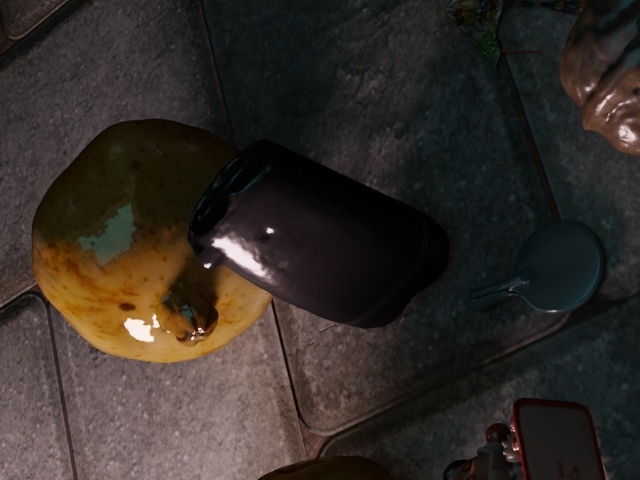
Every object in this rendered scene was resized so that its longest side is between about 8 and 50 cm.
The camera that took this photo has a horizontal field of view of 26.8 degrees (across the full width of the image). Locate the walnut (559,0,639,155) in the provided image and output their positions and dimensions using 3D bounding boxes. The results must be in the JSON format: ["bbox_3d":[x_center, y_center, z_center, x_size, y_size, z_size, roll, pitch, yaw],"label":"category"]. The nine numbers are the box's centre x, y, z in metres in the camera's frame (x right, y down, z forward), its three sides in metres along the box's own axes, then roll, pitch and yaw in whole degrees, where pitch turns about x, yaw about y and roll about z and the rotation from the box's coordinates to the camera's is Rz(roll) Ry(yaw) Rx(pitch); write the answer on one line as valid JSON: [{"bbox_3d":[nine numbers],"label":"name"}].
[{"bbox_3d":[0.400,-0.214,1.625,0.224,0.224,0.224,-10,74,38],"label":"walnut"}]

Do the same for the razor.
[{"bbox_3d":[0.001,0.001,1.819,0.204,0.349,0.113,-50,37,24],"label":"razor"}]

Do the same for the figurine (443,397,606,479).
[{"bbox_3d":[0.223,0.318,1.694,0.226,0.160,0.183,-27,63,42],"label":"figurine"}]

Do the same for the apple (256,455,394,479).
[{"bbox_3d":[0.004,0.401,1.812,0.237,0.237,0.207,-19,85,36],"label":"apple"}]

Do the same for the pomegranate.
[{"bbox_3d":[-0.226,0.020,1.971,0.410,0.410,0.410,-10,74,38],"label":"pomegranate"}]

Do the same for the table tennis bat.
[{"bbox_3d":[0.282,0.047,1.771,0.201,0.033,0.124,-26,63,31],"label":"table tennis bat"}]

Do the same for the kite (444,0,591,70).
[{"bbox_3d":[0.273,-0.333,1.879,0.244,0.006,0.198,5,83,41],"label":"kite"}]
